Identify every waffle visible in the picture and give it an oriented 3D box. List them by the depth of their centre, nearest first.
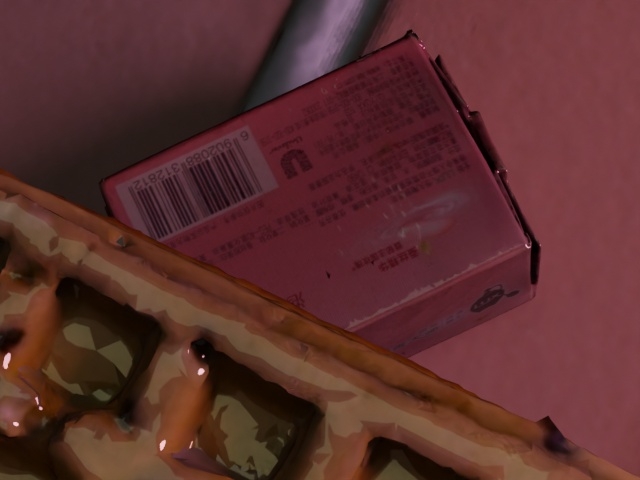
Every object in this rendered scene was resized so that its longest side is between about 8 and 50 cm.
[{"bbox_3d":[-0.087,0.128,0.633,0.376,0.114,0.261,25,82,7],"label":"waffle"}]

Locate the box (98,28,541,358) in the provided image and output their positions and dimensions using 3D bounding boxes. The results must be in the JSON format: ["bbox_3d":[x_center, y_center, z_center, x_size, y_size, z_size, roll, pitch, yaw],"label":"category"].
[{"bbox_3d":[0.000,0.000,0.752,0.156,0.060,0.111,-24,65,-3],"label":"box"}]
